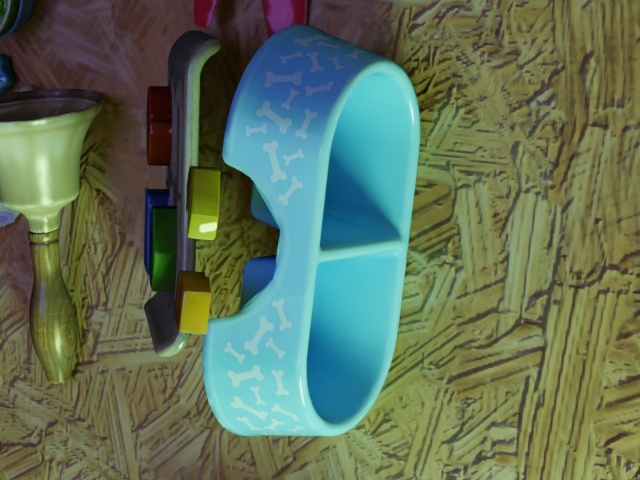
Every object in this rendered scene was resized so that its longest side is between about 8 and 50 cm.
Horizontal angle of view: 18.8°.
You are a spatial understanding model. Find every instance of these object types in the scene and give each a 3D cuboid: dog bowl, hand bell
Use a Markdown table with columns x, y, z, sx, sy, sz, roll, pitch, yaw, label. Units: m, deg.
| x | y | z | sx | sy | sz | roll | pitch | yaw | label |
| --- | --- | --- | --- | --- | --- | --- | --- | --- | --- |
| 0.000 | 0.000 | 1.360 | 0.074 | 0.166 | 0.297 | 11 | 99 | 30 | dog bowl |
| -0.230 | 0.004 | 1.619 | 0.126 | 0.126 | 0.242 | 9 | 110 | 41 | hand bell |

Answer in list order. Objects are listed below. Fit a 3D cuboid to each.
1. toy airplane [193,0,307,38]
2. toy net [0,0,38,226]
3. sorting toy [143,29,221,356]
| x | y | z | sx | sy | sz | roll | pitch | yaw | label |
| --- | --- | --- | --- | --- | --- | --- | --- | --- | --- |
| -0.049 | -0.202 | 1.476 | 0.151 | 0.028 | 0.151 | 4 | 96 | 42 | toy airplane |
| -0.296 | -0.128 | 1.691 | 0.122 | 0.045 | 0.232 | 10 | 99 | 41 | toy net |
| -0.107 | -0.036 | 1.406 | 0.307 | 0.041 | 0.229 | -134 | 50 | -79 | sorting toy |
